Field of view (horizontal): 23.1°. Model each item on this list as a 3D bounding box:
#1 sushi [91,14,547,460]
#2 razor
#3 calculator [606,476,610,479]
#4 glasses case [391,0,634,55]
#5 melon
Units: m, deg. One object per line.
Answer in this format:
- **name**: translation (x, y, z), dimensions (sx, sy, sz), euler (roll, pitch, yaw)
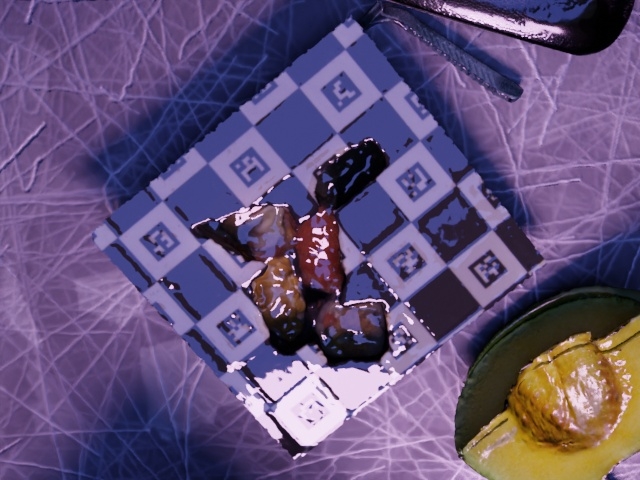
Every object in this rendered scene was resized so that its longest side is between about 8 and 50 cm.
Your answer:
- **sushi**: translation (0.000, 0.000, 1.689), dimensions (0.359, 0.064, 0.343), euler (-39, 103, 7)
- **razor**: translation (0.133, -0.201, 1.659), dimensions (0.190, 0.066, 0.033), euler (29, 66, -10)
- **calculator**: translation (0.317, 0.336, 1.777), dimensions (0.100, 0.032, 0.175), euler (-38, 100, 7)
- **glasses case**: translation (0.171, -0.280, 1.619), dimensions (0.314, 0.075, 0.122), euler (15, 102, -3)
- **melon**: translation (0.272, 0.166, 1.703), dimensions (0.265, 0.129, 0.169), euler (-38, 122, 4)
